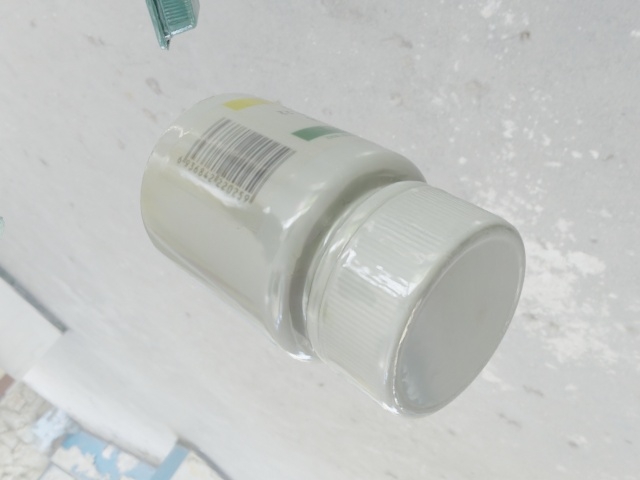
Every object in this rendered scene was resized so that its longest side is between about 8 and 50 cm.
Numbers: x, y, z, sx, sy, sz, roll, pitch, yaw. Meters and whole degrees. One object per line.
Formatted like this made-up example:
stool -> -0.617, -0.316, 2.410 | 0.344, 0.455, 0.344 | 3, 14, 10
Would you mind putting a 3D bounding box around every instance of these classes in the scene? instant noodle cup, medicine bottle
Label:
instant noodle cup -> -0.234, -0.397, 0.971 | 0.070, 0.157, 0.179 | -11, 126, -1
medicine bottle -> 0.000, 0.000, 0.600 | 0.339, 0.208, 0.208 | 30, 154, 39

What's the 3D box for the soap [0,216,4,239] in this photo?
soap -> -0.330, -0.005, 0.429 | 0.197, 0.067, 0.119 | -3, 152, 25
